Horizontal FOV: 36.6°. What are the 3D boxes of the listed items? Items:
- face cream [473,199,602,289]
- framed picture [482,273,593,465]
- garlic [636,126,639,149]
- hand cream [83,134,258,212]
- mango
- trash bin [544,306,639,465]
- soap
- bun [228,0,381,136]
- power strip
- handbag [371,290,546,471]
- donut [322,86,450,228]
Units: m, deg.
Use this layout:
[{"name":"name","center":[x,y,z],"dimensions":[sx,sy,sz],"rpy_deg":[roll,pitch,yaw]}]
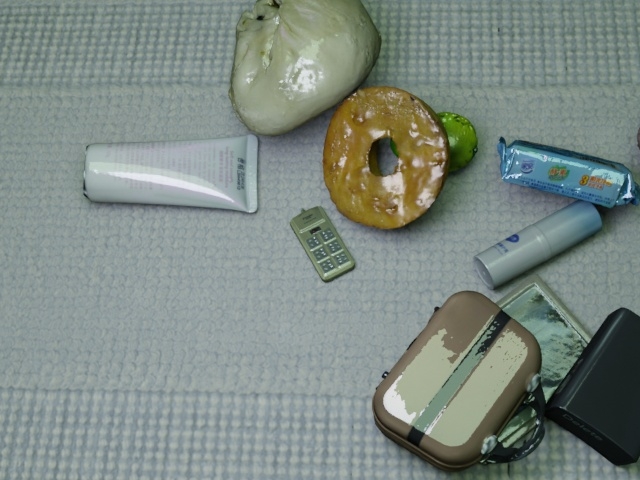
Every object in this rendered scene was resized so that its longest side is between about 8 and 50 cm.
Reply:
[{"name":"face cream","center":[0.420,0.005,1.869],"dimensions":[0.250,0.077,0.077],"rpy_deg":[-27,66,-10]},{"name":"framed picture","center":[0.355,0.236,1.797],"dimensions":[0.315,0.024,0.232],"rpy_deg":[-35,68,-11]},{"name":"garlic","center":[0.745,-0.217,1.909],"dimensions":[0.245,0.160,0.245],"rpy_deg":[1,99,8]},{"name":"hand cream","center":[-0.308,-0.139,1.988],"dimensions":[0.359,0.118,0.185],"rpy_deg":[1,61,-3]},{"name":"mango","center":[0.231,-0.197,1.966],"dimensions":[0.178,0.100,0.119],"rpy_deg":[1,75,12]},{"name":"trash bin","center":[0.527,0.254,1.706],"dimensions":[0.165,0.115,0.225],"rpy_deg":[35,75,7]},{"name":"soap","center":[0.482,-0.133,1.888],"dimensions":[0.293,0.156,0.077],"rpy_deg":[15,105,12]},{"name":"bun","center":[-0.045,-0.377,1.948],"dimensions":[0.326,0.234,0.362],"rpy_deg":[6,52,47]},{"name":"power strip","center":[0.000,0.000,1.932],"dimensions":[0.076,0.028,0.169],"rpy_deg":[-28,66,-7]},{"name":"handbag","center":[0.269,0.268,1.702],"dimensions":[0.283,0.149,0.302],"rpy_deg":[36,72,17]},{"name":"donut","center":[0.139,-0.164,1.894],"dimensions":[0.278,0.108,0.277],"rpy_deg":[4,98,31]}]
